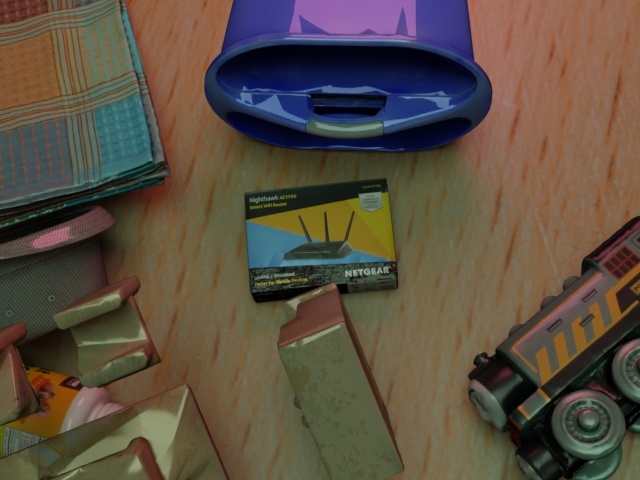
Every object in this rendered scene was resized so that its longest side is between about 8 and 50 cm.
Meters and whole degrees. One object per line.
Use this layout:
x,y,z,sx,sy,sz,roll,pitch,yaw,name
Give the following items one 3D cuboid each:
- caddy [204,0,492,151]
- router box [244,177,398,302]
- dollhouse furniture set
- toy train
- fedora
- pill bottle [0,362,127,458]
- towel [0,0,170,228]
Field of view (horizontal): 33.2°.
0.034,-0.201,1.284,0.341,0.241,0.179,2,66,5,caddy
0.000,0.000,1.315,0.178,0.046,0.133,-6,70,2,router box
-0.133,0.206,1.128,0.394,0.256,0.362,-22,94,2,dollhouse furniture set
0.325,0.124,1.210,0.334,0.142,0.190,-39,60,-8,toy train
-0.361,0.053,1.253,0.275,0.243,0.124,-19,99,-21,fedora
-0.323,0.206,1.227,0.214,0.117,0.117,14,72,8,pill bottle
-0.357,-0.191,1.375,0.271,0.040,0.370,-16,58,-3,towel
